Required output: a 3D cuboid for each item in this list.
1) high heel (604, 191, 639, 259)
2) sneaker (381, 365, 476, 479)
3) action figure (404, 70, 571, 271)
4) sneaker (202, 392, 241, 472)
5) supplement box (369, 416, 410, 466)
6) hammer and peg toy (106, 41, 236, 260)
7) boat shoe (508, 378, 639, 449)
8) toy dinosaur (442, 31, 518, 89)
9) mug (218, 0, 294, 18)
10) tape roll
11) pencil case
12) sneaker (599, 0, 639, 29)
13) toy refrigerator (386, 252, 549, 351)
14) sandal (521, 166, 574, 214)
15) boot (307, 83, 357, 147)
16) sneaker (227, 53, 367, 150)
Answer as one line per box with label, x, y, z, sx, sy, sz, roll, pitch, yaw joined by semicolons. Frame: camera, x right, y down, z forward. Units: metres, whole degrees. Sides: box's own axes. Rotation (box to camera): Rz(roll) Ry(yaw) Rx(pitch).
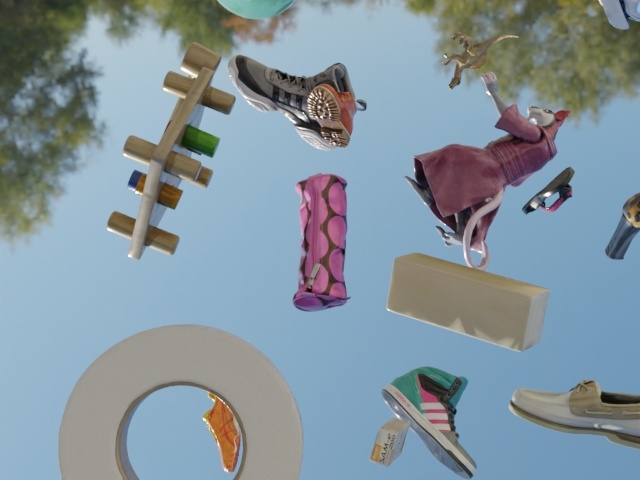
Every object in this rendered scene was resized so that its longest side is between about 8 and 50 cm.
high heel;0.731;-0.042;2.260;0.261;0.186;0.093;-6;-131;-19
sneaker;0.307;0.416;2.642;0.178;0.295;0.124;-40;171;-18
action figure;0.374;-0.163;2.268;0.370;0.248;0.276;-32;-134;-2
sneaker;-0.177;0.340;1.966;0.067;0.064;0.175;-2;-132;-9
supplement box;0.123;0.353;1.922;0.036;0.062;0.098;18;-172;17
hammer and peg toy;-0.238;-0.160;1.888;0.127;0.266;0.361;22;-136;-2
boat shoe;0.530;0.327;2.171;0.302;0.103;0.113;11;-165;5
toy dinosaur;0.322;-0.403;2.317;0.183;0.092;0.053;-41;-147;26
mug;-0.063;-0.359;1.347;0.158;0.129;0.097;-53;-171;-17
tape roll;-0.220;0.326;1.742;0.392;0.392;0.072;-10;178;0
pencil case;0.000;0.000;1.659;0.095;0.209;0.098;-10;160;25
sneaker;0.499;-0.434;1.688;0.236;0.130;0.323;22;174;6
toy refrigerator;0.261;0.105;1.948;0.269;0.102;0.094;16;-165;31
sandal;0.377;-0.072;1.769;0.067;0.040;0.179;-42;175;-13
boot;0.025;-0.240;1.925;0.059;0.158;0.084;14;-113;22
sneaker;-0.038;-0.299;2.094;0.153;0.268;0.101;-44;-162;37
